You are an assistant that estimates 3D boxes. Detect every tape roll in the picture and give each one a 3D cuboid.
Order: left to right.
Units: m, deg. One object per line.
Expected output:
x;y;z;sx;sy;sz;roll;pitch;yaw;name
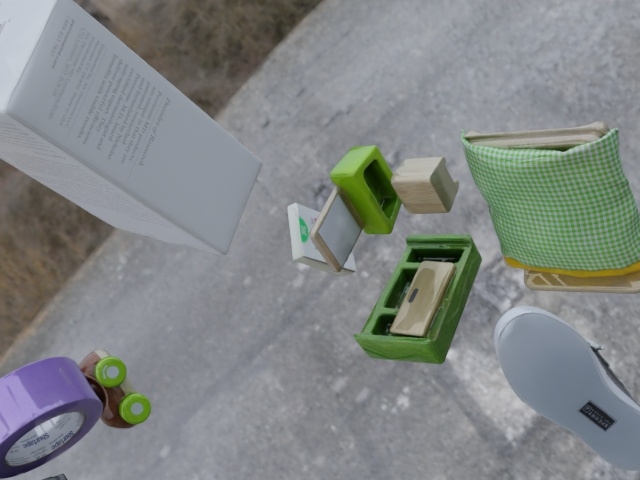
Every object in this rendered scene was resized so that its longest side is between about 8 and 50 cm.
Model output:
-0.418;0.258;1.478;0.189;0.189;0.080;-42;69;9;tape roll

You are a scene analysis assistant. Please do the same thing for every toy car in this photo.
-0.406;0.290;1.737;0.188;0.149;0.155;-34;8;-20;toy car

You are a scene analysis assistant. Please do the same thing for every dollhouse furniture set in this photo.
0.158;0.011;1.017;0.302;0.197;0.151;0;47;38;dollhouse furniture set

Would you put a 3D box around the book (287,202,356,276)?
0.000;0.000;1.720;0.035;0.144;0.096;-21;66;32;book

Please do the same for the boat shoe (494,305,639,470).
0.326;0.174;1.311;0.113;0.306;0.105;-48;23;15;boat shoe

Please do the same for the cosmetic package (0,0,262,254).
-0.301;-0.148;1.356;0.230;0.453;0.161;14;75;32;cosmetic package

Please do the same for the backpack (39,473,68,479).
-0.419;0.459;1.420;0.263;0.277;0.213;-6;87;42;backpack
